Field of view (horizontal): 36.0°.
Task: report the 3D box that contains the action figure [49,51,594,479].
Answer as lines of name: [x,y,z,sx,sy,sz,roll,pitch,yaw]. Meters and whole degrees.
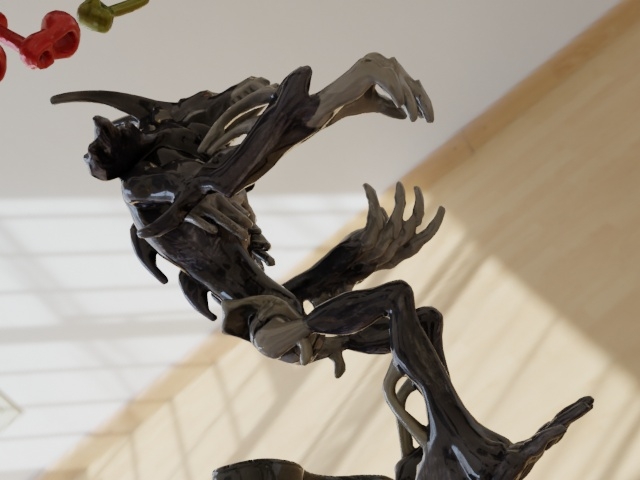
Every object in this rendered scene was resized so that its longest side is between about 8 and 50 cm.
action figure: [0.000,0.000,0.452,0.141,0.164,0.276,-41,71,-4]

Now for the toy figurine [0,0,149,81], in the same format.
toy figurine: [-0.209,-0.216,0.503,0.191,0.217,0.362,29,43,21]

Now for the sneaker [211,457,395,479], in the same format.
sneaker: [-0.008,0.156,0.471,0.051,0.170,0.089,-24,60,28]
